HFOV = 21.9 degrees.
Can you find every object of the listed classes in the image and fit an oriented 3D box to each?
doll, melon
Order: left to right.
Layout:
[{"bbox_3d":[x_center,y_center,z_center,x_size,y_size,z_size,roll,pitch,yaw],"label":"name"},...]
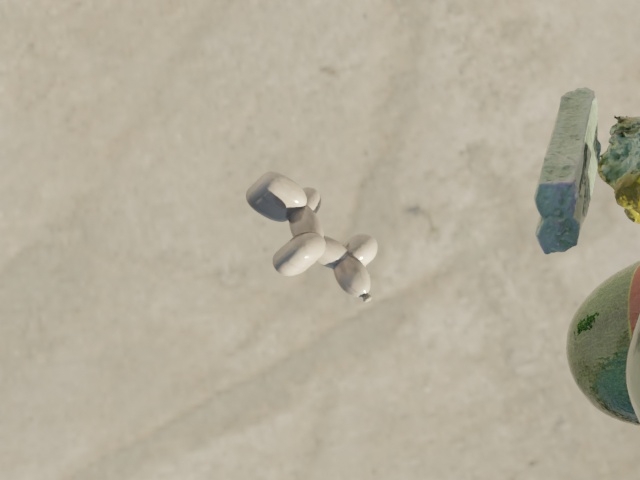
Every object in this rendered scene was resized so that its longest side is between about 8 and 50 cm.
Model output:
[{"bbox_3d":[0.000,0.000,1.897,0.160,0.161,0.059,10,137,-47],"label":"doll"},{"bbox_3d":[0.380,0.093,1.665,0.287,0.182,0.182,-24,144,38],"label":"melon"}]

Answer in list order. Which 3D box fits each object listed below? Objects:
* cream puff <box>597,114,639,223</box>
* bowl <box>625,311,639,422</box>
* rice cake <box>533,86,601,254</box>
[{"bbox_3d":[0.397,-0.088,1.947,0.121,0.156,0.156,14,137,-18],"label":"cream puff"},{"bbox_3d":[0.361,0.159,1.387,0.289,0.289,0.146,23,109,-39],"label":"bowl"},{"bbox_3d":[0.231,-0.066,1.532,0.040,0.226,0.085,1,116,15],"label":"rice cake"}]
